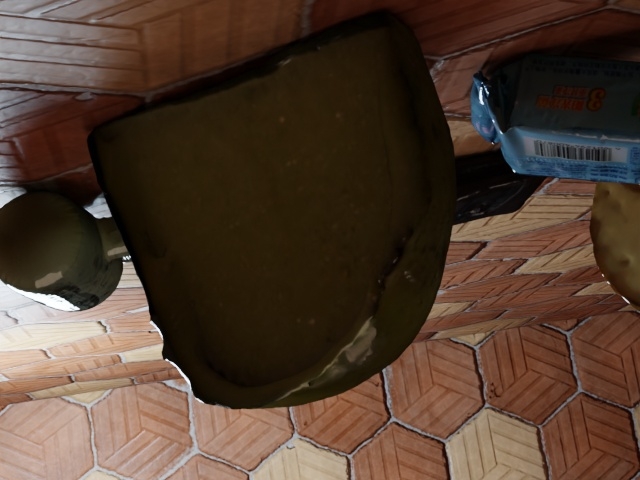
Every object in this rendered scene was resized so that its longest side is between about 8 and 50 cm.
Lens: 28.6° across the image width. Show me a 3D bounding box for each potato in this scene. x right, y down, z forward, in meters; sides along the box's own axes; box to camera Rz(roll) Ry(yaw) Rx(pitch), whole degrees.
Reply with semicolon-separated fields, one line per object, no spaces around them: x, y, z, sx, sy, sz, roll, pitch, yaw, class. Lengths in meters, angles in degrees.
0.000;0.000;1.064;0.330;0.280;0.212;-19;163;33;potato

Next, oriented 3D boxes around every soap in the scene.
0.281;-0.104;1.135;0.293;0.077;0.156;5;167;12;soap

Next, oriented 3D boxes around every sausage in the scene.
0.485;-0.018;1.473;0.287;0.233;0.233;3;163;-43;sausage

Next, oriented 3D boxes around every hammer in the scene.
-0.182;-0.011;1.316;0.305;0.113;0.202;-15;171;2;hammer

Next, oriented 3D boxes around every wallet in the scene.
0.180;-0.055;1.515;0.181;0.049;0.229;-12;170;-4;wallet

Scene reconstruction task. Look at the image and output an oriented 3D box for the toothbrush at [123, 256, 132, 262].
-0.126;-0.001;1.596;0.275;0.019;0.025;-9;161;-1;toothbrush
